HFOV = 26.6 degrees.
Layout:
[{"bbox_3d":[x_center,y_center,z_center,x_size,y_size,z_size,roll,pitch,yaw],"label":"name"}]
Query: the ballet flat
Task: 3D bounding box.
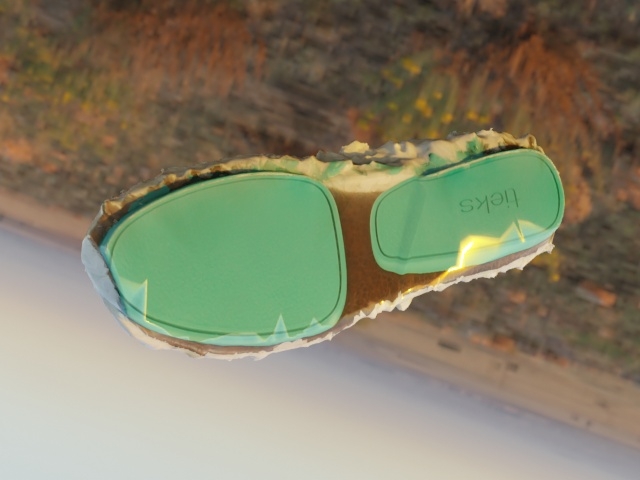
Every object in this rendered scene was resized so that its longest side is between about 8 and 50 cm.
[{"bbox_3d":[0.000,0.000,1.005,0.409,0.147,0.147,-8,-169,-32],"label":"ballet flat"}]
